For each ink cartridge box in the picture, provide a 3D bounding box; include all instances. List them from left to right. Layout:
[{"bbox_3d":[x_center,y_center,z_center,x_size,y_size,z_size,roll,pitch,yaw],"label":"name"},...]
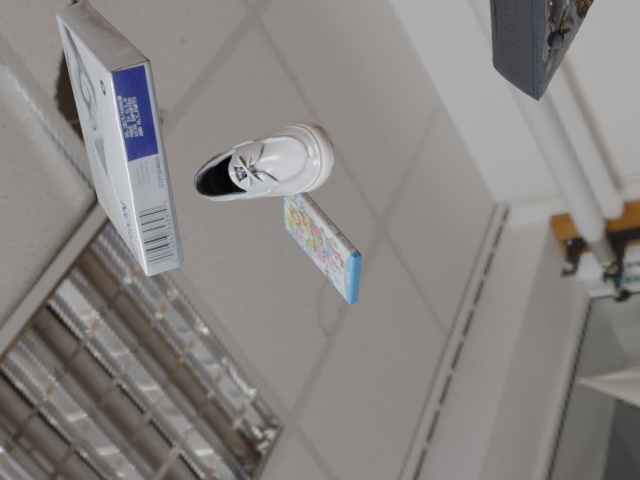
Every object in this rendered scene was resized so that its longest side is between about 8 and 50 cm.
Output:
[{"bbox_3d":[-0.207,-0.112,0.962,0.045,0.224,0.223,-19,-53,-20],"label":"ink cartridge box"}]

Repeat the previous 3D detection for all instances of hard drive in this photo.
[{"bbox_3d":[0.193,-0.252,0.732,0.255,0.054,0.172,-60,-25,-22],"label":"hard drive"}]

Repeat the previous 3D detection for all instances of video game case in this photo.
[{"bbox_3d":[0.000,0.000,1.354,0.015,0.166,0.119,-30,-30,-21],"label":"video game case"}]

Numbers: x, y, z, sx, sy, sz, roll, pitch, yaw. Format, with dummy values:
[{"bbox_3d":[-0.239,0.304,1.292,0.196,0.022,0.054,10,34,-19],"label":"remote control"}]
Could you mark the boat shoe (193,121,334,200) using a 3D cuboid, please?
[{"bbox_3d":[-0.060,-0.070,0.926,0.063,0.184,0.066,-20,-78,-36],"label":"boat shoe"}]
